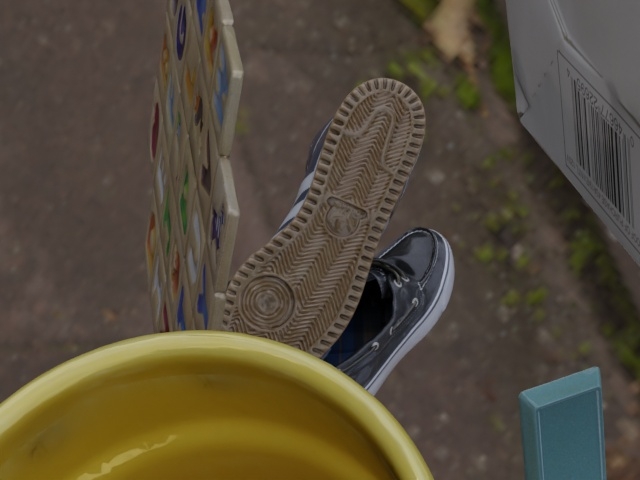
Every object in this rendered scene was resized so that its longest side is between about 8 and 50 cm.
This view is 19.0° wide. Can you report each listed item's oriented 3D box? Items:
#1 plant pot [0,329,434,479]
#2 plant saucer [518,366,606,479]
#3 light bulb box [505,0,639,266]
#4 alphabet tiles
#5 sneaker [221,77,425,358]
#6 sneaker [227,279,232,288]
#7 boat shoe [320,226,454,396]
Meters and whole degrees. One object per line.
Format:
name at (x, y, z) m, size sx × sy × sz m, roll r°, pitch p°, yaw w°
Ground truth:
plant pot at (-0.041, 0.205, 0.898) m, size 0.254 × 0.239 × 0.254 m, roll -7°, pitch 59°, yaw 12°
plant saucer at (0.188, 0.184, 1.447) m, size 0.067 × 0.192 × 0.018 m, roll -18°, pitch 34°, yaw -14°
light bulb box at (0.335, -0.138, 1.148) m, size 0.361 × 0.225 × 0.358 m, roll -15°, pitch 32°, yaw -8°
alphabet tiles at (-0.086, -0.044, 1.237) m, size 0.011 × 0.285 × 0.342 m, roll 3°, pitch 35°, yaw -12°
sneaker at (0.000, 0.000, 1.604) m, size 0.099 × 0.282 × 0.153 m, roll 29°, pitch -1°, yaw -2°
sneaker at (-0.040, 0.093, 2.053) m, size 0.330 × 0.122 × 0.146 m, roll -33°, pitch 102°, yaw -46°
boat shoe at (0.044, 0.057, 1.649) m, size 0.080 × 0.076 × 0.228 m, roll 19°, pitch 52°, yaw 29°
